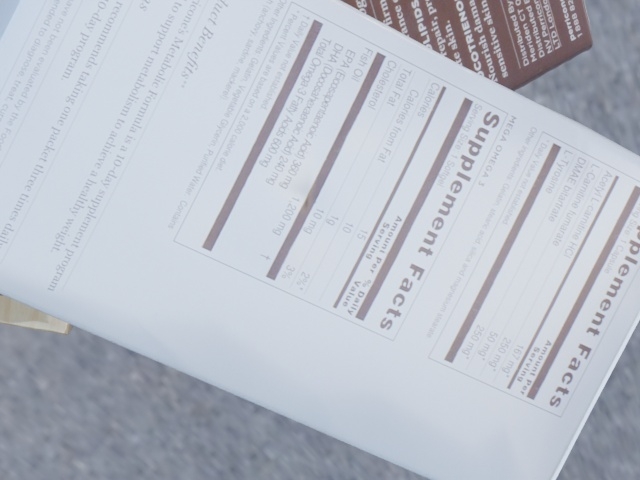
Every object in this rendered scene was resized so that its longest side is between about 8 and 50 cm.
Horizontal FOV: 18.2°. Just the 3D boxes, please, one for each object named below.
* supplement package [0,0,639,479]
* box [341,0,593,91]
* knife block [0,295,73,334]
[{"bbox_3d":[-0.016,-0.021,0.706,0.134,0.244,0.139,-63,20,5],"label":"supplement package"},{"bbox_3d":[-0.038,-0.102,1.142,0.381,0.143,0.191,-28,18,-38],"label":"box"},{"bbox_3d":[-0.210,-0.100,1.522,0.088,0.242,0.275,9,58,2],"label":"knife block"}]
